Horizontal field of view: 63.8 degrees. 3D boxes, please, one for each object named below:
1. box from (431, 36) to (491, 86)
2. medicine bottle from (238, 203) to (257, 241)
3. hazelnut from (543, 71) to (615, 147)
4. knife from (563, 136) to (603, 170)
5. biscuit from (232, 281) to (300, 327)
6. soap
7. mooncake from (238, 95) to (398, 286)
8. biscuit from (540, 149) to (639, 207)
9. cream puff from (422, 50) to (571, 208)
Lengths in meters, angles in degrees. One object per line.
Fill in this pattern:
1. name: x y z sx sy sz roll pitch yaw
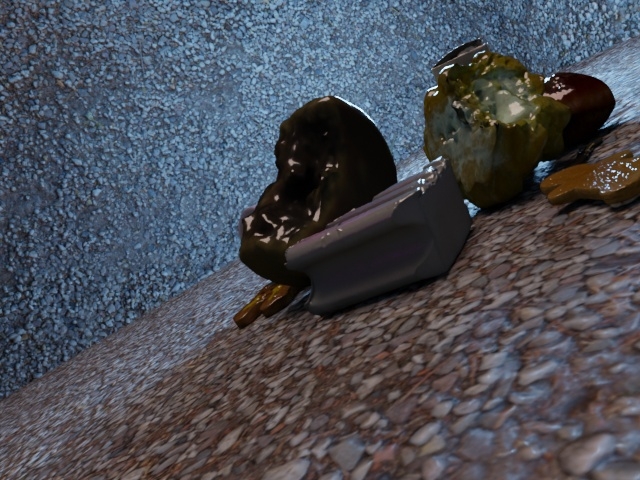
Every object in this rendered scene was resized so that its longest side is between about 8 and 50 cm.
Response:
1. box: 0.405 -0.323 1.300 0.145 0.333 0.173 -22 10 19
2. medicine bottle: -0.021 -0.060 1.448 0.388 0.219 0.219 -26 4 -37
3. hazelnut: 0.570 -0.304 1.197 0.203 0.178 0.178 -28 8 10
4. knife: 0.526 -0.170 1.036 0.222 0.021 0.045 -35 7 -31
5. biscuit: -0.112 0.131 1.364 0.185 0.044 0.295 -23 10 25
6. soap: 0.118 -0.009 0.974 0.302 0.159 0.258 -22 14 35
7. mooncake: -0.020 -0.096 1.176 0.394 0.393 0.246 -32 10 -32
8. biscuit: 0.438 -0.093 0.808 0.158 0.035 0.240 -28 8 -5
9. cream puff: 0.373 -0.221 1.116 0.269 0.323 0.274 -5 -35 -25
